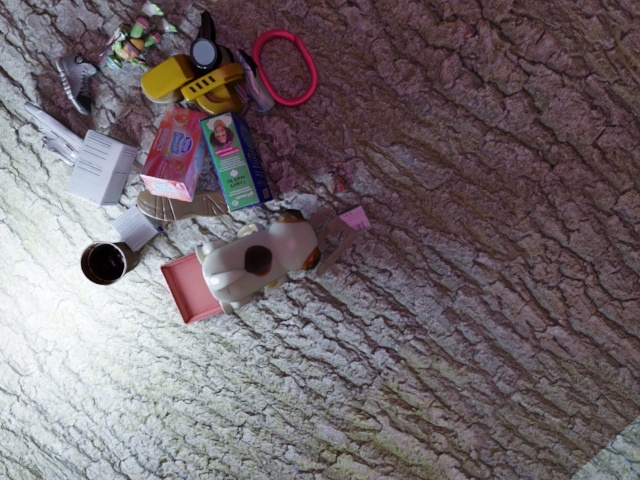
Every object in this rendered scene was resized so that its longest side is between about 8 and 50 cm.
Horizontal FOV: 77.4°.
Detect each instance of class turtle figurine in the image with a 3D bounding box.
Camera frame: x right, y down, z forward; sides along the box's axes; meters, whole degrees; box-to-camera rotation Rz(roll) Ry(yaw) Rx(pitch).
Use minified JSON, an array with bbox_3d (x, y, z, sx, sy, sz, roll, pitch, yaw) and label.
[{"bbox_3d":[-0.622,-0.684,1.414,0.266,0.275,0.198,-50,129,0],"label":"turtle figurine"}]

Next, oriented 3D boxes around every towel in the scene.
[{"bbox_3d":[-0.369,-0.541,1.505,0.197,0.029,0.144,-42,102,5],"label":"towel"}]

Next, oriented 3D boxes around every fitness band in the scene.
[{"bbox_3d":[-0.132,-0.648,1.501,0.209,0.054,0.290,-28,95,4],"label":"fitness band"}]

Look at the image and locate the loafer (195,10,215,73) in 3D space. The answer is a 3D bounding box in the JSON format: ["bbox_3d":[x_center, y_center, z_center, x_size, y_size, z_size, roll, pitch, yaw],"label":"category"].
[{"bbox_3d":[-0.431,-0.727,1.467,0.078,0.080,0.219,1,96,-2],"label":"loafer"}]

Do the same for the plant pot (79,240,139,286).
[{"bbox_3d":[-0.778,0.073,1.506,0.167,0.165,0.166,0,97,-1],"label":"plant pot"}]

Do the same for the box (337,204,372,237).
[{"bbox_3d":[0.130,-0.075,1.550,0.101,0.087,0.102,-26,95,2],"label":"box"}]

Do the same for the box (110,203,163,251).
[{"bbox_3d":[-0.705,-0.051,1.541,0.126,0.072,0.137,-38,96,3],"label":"box"}]

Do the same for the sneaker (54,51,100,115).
[{"bbox_3d":[-0.869,-0.588,1.473,0.132,0.086,0.228,-23,95,-1],"label":"sneaker"}]

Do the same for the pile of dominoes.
[{"bbox_3d":[0.000,0.000,1.548,0.196,0.040,0.251,44,107,6],"label":"pile of dominoes"}]

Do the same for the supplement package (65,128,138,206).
[{"bbox_3d":[-0.805,-0.264,1.482,0.134,0.139,0.244,23,94,-5],"label":"supplement package"}]

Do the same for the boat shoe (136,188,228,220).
[{"bbox_3d":[-0.511,-0.140,1.518,0.341,0.110,0.121,3,104,-5],"label":"boat shoe"}]

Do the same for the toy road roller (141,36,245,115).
[{"bbox_3d":[-0.416,-0.524,1.388,0.330,0.202,0.240,-23,105,11],"label":"toy road roller"}]

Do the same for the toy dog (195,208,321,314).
[{"bbox_3d":[-0.208,0.044,1.413,0.408,0.395,0.284,-25,82,-12],"label":"toy dog"}]

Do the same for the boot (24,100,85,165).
[{"bbox_3d":[-1.005,-0.392,1.483,0.258,0.095,0.123,37,87,-6],"label":"boot"}]

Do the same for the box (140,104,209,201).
[{"bbox_3d":[-0.501,-0.309,1.424,0.154,0.142,0.299,12,68,-3],"label":"box"}]

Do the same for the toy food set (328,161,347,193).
[{"bbox_3d":[0.069,-0.245,1.563,0.078,0.019,0.122,-6,96,-1],"label":"toy food set"}]

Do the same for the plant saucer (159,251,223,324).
[{"bbox_3d":[-0.463,0.170,1.584,0.259,0.048,0.259,-22,96,1],"label":"plant saucer"}]

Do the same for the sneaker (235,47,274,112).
[{"bbox_3d":[-0.253,-0.579,1.455,0.086,0.085,0.237,-24,97,21],"label":"sneaker"}]

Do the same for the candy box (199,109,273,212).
[{"bbox_3d":[-0.289,-0.272,1.428,0.122,0.268,0.317,-19,96,4],"label":"candy box"}]
